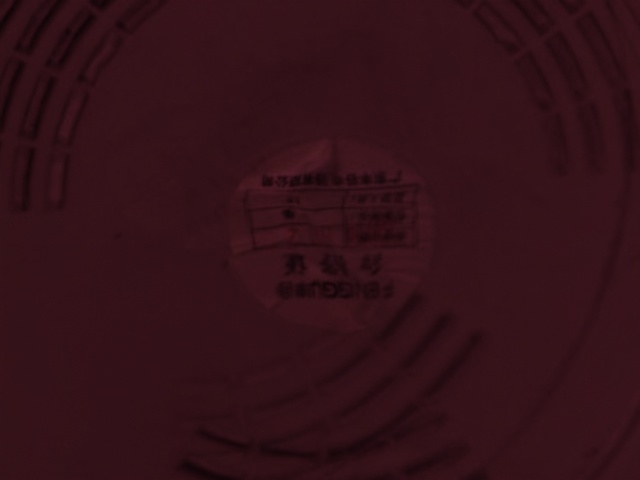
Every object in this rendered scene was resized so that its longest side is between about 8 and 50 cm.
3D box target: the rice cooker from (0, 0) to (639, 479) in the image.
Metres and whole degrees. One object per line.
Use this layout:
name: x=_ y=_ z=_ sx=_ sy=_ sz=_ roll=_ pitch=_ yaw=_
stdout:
rice cooker: x=0.000 y=0.000 z=0.570 sx=0.325 sy=0.335 sz=0.335 roll=43 pitch=53 yaw=-85
